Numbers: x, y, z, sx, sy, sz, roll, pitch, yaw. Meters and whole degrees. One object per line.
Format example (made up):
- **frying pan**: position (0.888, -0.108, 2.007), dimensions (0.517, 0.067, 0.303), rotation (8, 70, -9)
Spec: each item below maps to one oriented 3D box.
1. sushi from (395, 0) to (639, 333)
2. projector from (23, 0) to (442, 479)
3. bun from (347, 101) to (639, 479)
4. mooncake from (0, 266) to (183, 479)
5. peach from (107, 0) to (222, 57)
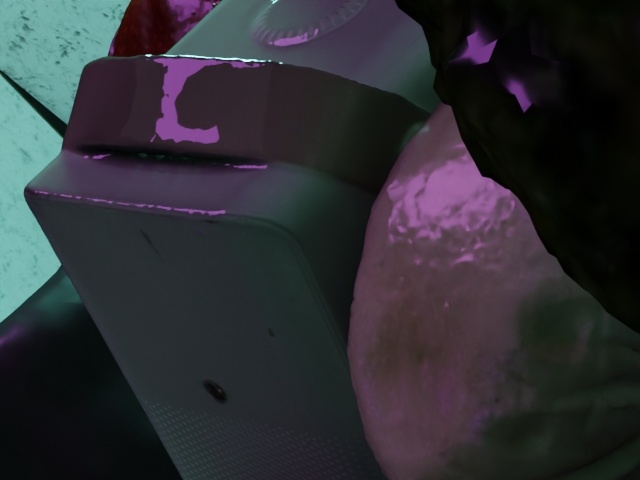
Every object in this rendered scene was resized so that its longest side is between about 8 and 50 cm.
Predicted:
- **sushi**: position (0.199, -0.098, 0.369), dimensions (0.352, 0.294, 0.178), rotation (-46, 9, 11)
- **projector**: position (0.000, 0.000, 0.830), dimensions (0.163, 0.242, 0.177), rotation (6, 44, 41)
- **bun**: position (0.107, 0.024, 0.738), dimensions (0.193, 0.128, 0.178), rotation (0, -83, -56)
- **mooncake**: position (-0.156, 0.139, 1.216), dimensions (0.350, 0.212, 0.381), rotation (-49, 7, -20)
- **peach**: position (-0.038, -0.106, 1.312), dimensions (0.231, 0.231, 0.231), rotation (-48, 11, 12)
